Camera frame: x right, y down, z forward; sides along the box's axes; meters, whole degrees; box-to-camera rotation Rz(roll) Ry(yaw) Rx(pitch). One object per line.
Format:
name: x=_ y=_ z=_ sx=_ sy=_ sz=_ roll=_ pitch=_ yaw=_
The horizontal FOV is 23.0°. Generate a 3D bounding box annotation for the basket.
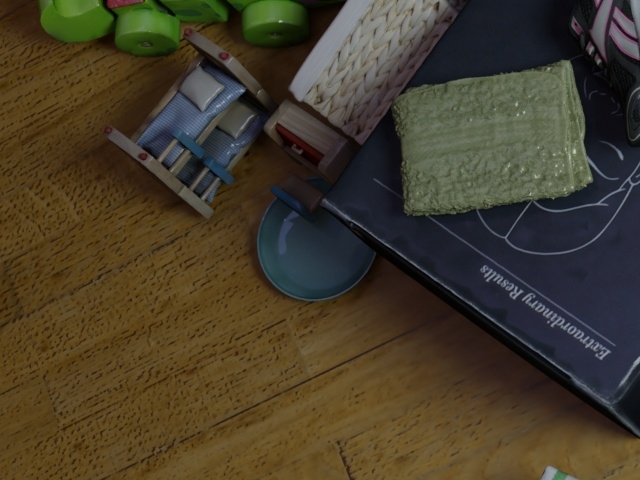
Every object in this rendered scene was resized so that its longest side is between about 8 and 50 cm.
basket: x=0.069 y=-0.171 z=1.389 sx=0.103 sy=0.113 sz=0.167 roll=42 pitch=119 yaw=7

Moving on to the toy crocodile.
toy crocodile: x=-0.111 y=-0.251 z=1.520 sx=0.341 sy=0.105 sz=0.115 roll=-3 pitch=76 yaw=18

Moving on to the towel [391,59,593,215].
towel: x=0.130 y=-0.075 z=1.207 sx=0.148 sy=0.027 sz=0.110 roll=-9 pitch=74 yaw=16

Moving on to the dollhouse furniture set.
dollhouse furniture set: x=-0.074 y=-0.080 z=1.431 sx=0.184 sy=0.129 sz=0.129 roll=36 pitch=86 yaw=33

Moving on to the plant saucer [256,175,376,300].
plant saucer: x=0.000 y=0.000 z=1.464 sx=0.119 sy=0.021 sz=0.119 roll=-5 pitch=75 yaw=17

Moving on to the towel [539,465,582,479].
towel: x=0.267 y=0.345 z=1.207 sx=0.325 sy=0.038 sz=0.247 roll=25 pitch=83 yaw=23

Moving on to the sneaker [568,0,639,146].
sneaker: x=0.226 y=-0.149 z=1.180 sx=0.077 sy=0.072 sz=0.178 roll=-12 pitch=64 yaw=28

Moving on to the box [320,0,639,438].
box: x=0.251 y=-0.085 z=1.297 sx=0.293 sy=0.212 sz=0.395 roll=37 pitch=89 yaw=23
